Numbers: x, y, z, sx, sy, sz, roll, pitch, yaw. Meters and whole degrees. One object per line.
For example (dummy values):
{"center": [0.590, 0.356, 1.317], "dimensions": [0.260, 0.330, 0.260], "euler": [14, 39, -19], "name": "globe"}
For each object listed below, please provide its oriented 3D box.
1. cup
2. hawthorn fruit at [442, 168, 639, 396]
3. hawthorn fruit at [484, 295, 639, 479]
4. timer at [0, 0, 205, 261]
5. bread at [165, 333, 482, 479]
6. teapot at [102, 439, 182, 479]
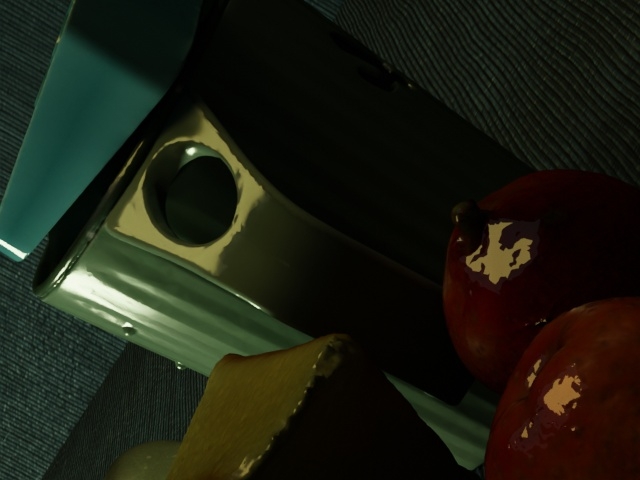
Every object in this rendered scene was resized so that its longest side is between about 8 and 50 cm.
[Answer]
{"center": [-0.012, 0.015, 1.397], "dimensions": [0.310, 0.392, 0.401], "euler": [-51, 14, 35], "name": "cup"}
{"center": [0.157, 0.027, 1.181], "dimensions": [0.169, 0.188, 0.169], "euler": [-43, 19, 19], "name": "hawthorn fruit"}
{"center": [0.175, 0.116, 0.933], "dimensions": [0.189, 0.189, 0.189], "euler": [-55, 13, 19], "name": "hawthorn fruit"}
{"center": [-0.184, -0.132, 1.348], "dimensions": [0.250, 0.091, 0.232], "euler": [-50, 21, 32], "name": "timer"}
{"center": [0.007, 0.202, 1.116], "dimensions": [0.233, 0.245, 0.361], "euler": [-65, 7, -13], "name": "bread"}
{"center": [-0.090, 0.239, 1.755], "dimensions": [0.251, 0.183, 0.183], "euler": [-41, 18, 20], "name": "teapot"}
